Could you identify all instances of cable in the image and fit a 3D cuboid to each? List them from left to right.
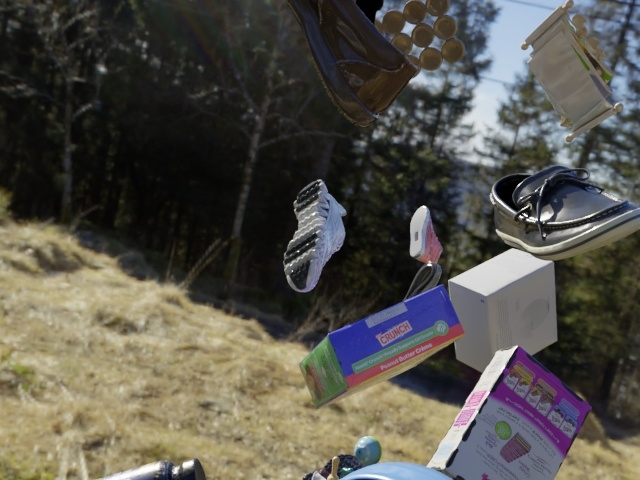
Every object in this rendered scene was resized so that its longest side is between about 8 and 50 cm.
[{"bbox_3d":[0.233,0.192,2.037,0.072,0.287,0.139,38,-20,-26],"label":"cable"}]

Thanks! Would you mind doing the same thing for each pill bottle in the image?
[{"bbox_3d":[-0.323,0.479,1.431,0.219,0.123,0.123,-17,11,-2],"label":"pill bottle"}]

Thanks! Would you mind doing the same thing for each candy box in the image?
[{"bbox_3d":[0.117,0.230,1.616,0.268,0.122,0.317,-21,-15,-18],"label":"candy box"},{"bbox_3d":[0.289,0.302,1.186,0.159,0.233,0.071,40,-25,-3],"label":"candy box"}]

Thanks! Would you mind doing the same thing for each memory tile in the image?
[{"bbox_3d":[0.143,-0.311,1.204,0.148,0.113,0.012,-16,14,27],"label":"memory tile"}]

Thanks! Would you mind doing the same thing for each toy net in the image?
[{"bbox_3d":[0.064,0.566,1.836,0.045,0.232,0.122,9,44,-49],"label":"toy net"}]

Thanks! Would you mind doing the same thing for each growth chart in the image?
[{"bbox_3d":[0.474,-0.317,1.461,0.021,0.237,0.172,-28,0,-31],"label":"growth chart"}]

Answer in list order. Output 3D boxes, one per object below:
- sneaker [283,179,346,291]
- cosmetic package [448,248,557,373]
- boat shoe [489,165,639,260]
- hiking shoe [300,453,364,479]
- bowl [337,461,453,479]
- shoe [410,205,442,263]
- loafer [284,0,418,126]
[{"bbox_3d":[0.000,0.000,1.682,0.110,0.292,0.118,-27,-54,35],"label":"sneaker"},{"bbox_3d":[0.441,0.171,1.869,0.225,0.224,0.138,-23,26,-29],"label":"cosmetic package"},{"bbox_3d":[0.479,-0.066,1.590,0.187,0.156,0.500,-22,9,-6],"label":"boat shoe"},{"bbox_3d":[0.030,0.680,2.168,0.227,0.114,0.086,-14,38,-31],"label":"hiking shoe"},{"bbox_3d":[0.088,0.487,0.989,0.077,0.391,0.391,10,9,-41],"label":"bowl"},{"bbox_3d":[0.309,-0.010,2.250,0.081,0.178,0.063,31,-39,-29],"label":"shoe"},{"bbox_3d":[0.026,-0.336,1.052,0.130,0.366,0.134,-28,-7,18],"label":"loafer"}]
